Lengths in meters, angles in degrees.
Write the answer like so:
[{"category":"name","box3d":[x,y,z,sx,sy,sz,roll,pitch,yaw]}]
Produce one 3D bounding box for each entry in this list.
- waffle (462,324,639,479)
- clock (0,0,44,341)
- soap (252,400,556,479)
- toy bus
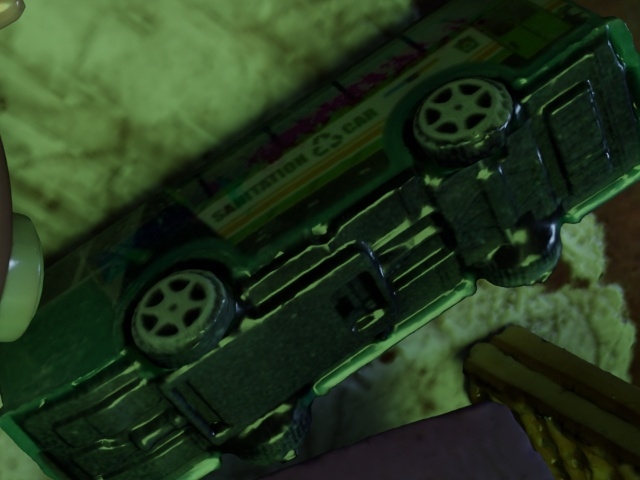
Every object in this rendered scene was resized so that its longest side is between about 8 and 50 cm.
[{"category":"waffle","box3d":[0.134,0.106,0.500,0.042,0.148,0.102,-37,121,-17]},{"category":"clock","box3d":[-0.200,0.000,0.311,0.241,0.142,0.227,12,108,-31]},{"category":"soap","box3d":[0.005,0.194,0.475,0.181,0.081,0.259,-18,139,-16]},{"category":"toy bus","box3d":[0.000,0.000,0.412,0.261,0.109,0.091,-33,129,-4]}]
